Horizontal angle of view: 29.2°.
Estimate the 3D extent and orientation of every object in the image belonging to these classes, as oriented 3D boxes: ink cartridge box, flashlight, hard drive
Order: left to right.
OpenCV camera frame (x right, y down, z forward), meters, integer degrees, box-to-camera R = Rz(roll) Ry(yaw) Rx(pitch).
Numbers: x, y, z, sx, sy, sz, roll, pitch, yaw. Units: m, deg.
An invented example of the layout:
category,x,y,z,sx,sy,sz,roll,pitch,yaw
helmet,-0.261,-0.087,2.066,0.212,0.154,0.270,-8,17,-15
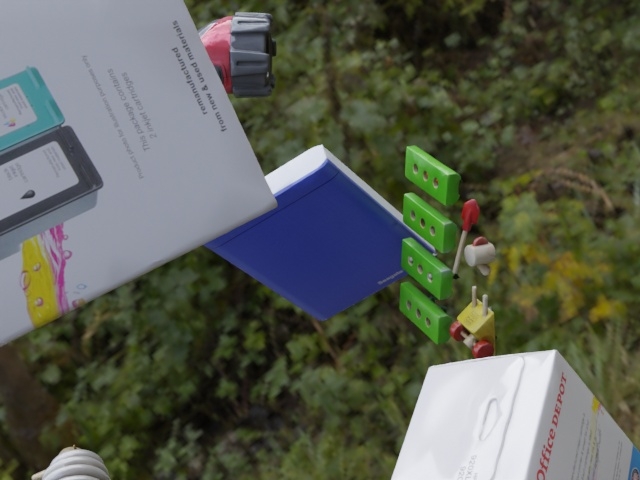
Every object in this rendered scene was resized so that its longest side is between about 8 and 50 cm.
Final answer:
category,x,y,z,sx,sy,sz,roll,pitch,yaw
ink cartridge box,-0.206,-0.058,0.803,0.270,0.197,0.198,-27,14,-10
flashlight,-0.206,-0.222,1.461,0.304,0.103,0.103,2,-6,4
hard drive,0.000,0.000,1.705,0.210,0.318,0.040,-30,54,18
ink cartridge box,0.218,0.256,1.310,0.168,0.233,0.171,-13,41,38

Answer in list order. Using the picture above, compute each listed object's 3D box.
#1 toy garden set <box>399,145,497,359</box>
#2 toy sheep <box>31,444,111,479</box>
category,x,y,z,sx,sy,sz,roll,pitch,yaw
toy garden set,0.176,0.022,1.599,0.049,0.244,0.204,-11,28,-23
toy sheep,-0.278,0.287,1.389,0.091,0.091,0.132,-30,44,11
